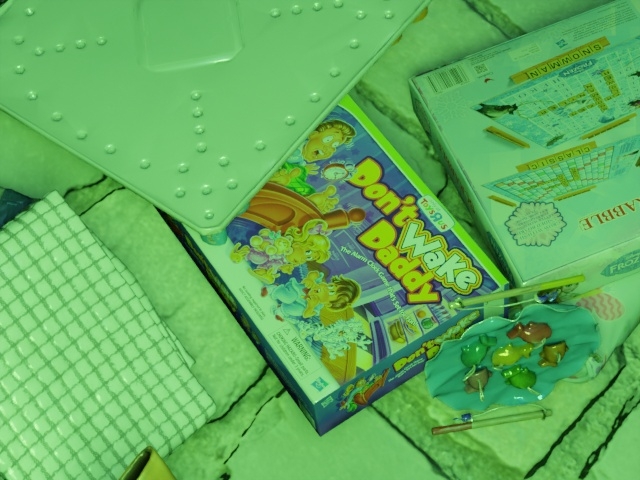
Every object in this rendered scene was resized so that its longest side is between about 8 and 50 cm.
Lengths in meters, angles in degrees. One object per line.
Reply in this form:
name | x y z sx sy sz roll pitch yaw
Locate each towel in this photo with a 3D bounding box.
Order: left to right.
towel | -0.269 0.129 1.557 0.235 0.121 0.284 -42 100 -29

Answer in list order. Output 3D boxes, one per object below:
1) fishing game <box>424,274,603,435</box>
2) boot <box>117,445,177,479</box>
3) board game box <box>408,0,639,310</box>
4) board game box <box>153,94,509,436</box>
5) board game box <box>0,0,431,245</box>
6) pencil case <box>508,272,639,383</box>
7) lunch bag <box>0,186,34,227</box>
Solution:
fishing game | 0.198 0.127 1.587 0.189 0.264 0.041 -8 54 -11
boot | -0.084 0.274 1.379 0.264 0.096 0.280 -45 121 -15
board game box | 0.301 -0.107 1.713 0.318 0.066 0.318 -21 53 -4
board game box | 0.000 0.000 1.638 0.233 0.078 0.347 -31 60 -13
board game box | -0.140 -0.218 1.715 0.390 0.050 0.390 31 66 23
pencil case | 0.319 0.028 1.724 0.124 0.113 0.273 34 66 18
lunch bag | -0.341 -0.005 1.651 0.065 0.067 0.098 17 68 -2
